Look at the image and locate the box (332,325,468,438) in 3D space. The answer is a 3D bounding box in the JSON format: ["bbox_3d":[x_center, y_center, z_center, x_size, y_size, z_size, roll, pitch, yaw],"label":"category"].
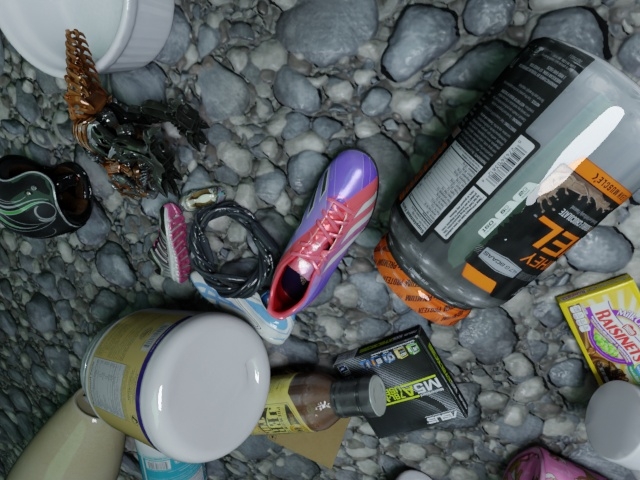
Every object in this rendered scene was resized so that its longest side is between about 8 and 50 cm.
[{"bbox_3d":[0.148,0.273,0.777,0.190,0.045,0.184,-27,96,26],"label":"box"}]

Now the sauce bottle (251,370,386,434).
[{"bbox_3d":[-0.044,0.309,0.789,0.344,0.111,0.112,-19,102,29],"label":"sauce bottle"}]

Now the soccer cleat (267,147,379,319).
[{"bbox_3d":[0.000,0.000,0.685,0.108,0.116,0.318,31,116,5],"label":"soccer cleat"}]

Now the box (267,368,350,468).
[{"bbox_3d":[-0.024,0.390,0.892,0.164,0.021,0.201,20,114,12],"label":"box"}]

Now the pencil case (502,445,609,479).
[{"bbox_3d":[0.499,0.512,0.682,0.386,0.160,0.167,26,115,7],"label":"pencil case"}]

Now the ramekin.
[{"bbox_3d":[-0.373,-0.403,0.654,0.277,0.135,0.277,6,111,16],"label":"ramekin"}]

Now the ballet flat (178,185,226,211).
[{"bbox_3d":[-0.233,-0.078,0.780,0.114,0.041,0.041,-13,105,23],"label":"ballet flat"}]

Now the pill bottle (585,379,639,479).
[{"bbox_3d":[0.535,0.296,0.573,0.271,0.152,0.152,21,115,0],"label":"pill bottle"}]

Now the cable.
[{"bbox_3d":[-0.169,0.017,0.765,0.150,0.047,0.184,-42,94,6],"label":"cable"}]

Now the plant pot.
[{"bbox_3d":[-0.602,0.511,1.033,0.256,0.256,0.274,29,99,7],"label":"plant pot"}]

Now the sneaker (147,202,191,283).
[{"bbox_3d":[-0.311,0.007,0.824,0.074,0.063,0.171,6,116,10],"label":"sneaker"}]

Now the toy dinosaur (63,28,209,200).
[{"bbox_3d":[-0.327,-0.168,0.676,0.218,0.322,0.165,13,78,7],"label":"toy dinosaur"}]

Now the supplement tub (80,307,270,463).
[{"bbox_3d":[-0.283,0.250,0.773,0.331,0.241,0.241,-6,108,41],"label":"supplement tub"}]

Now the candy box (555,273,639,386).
[{"bbox_3d":[0.463,0.159,0.637,0.105,0.027,0.206,-27,99,22],"label":"candy box"}]

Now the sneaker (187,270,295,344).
[{"bbox_3d":[-0.154,0.115,0.811,0.237,0.085,0.086,28,85,13],"label":"sneaker"}]

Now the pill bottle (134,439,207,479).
[{"bbox_3d":[-0.353,0.534,0.988,0.146,0.146,0.264,6,111,17],"label":"pill bottle"}]

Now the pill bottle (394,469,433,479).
[{"bbox_3d":[0.159,0.588,0.846,0.121,0.121,0.216,29,116,7],"label":"pill bottle"}]

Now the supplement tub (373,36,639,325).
[{"bbox_3d":[0.234,-0.056,0.535,0.207,0.207,0.338,38,117,2],"label":"supplement tub"}]

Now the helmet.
[{"bbox_3d":[-0.568,-0.088,0.824,0.161,0.169,0.170,-2,109,2],"label":"helmet"}]
